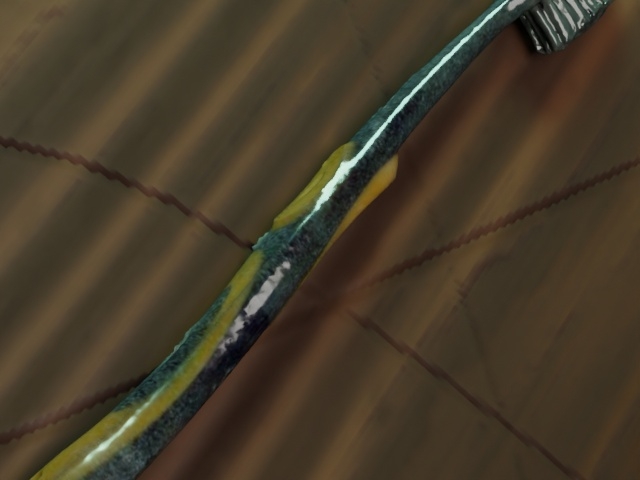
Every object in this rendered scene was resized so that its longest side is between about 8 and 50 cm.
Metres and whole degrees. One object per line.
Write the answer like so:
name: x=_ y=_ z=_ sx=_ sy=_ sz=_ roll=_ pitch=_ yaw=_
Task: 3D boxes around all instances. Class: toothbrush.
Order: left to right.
toothbrush: x=-0.002 y=-0.002 z=0.523 sx=0.321 sy=0.023 sz=0.031 roll=-44 pitch=102 yaw=-25
